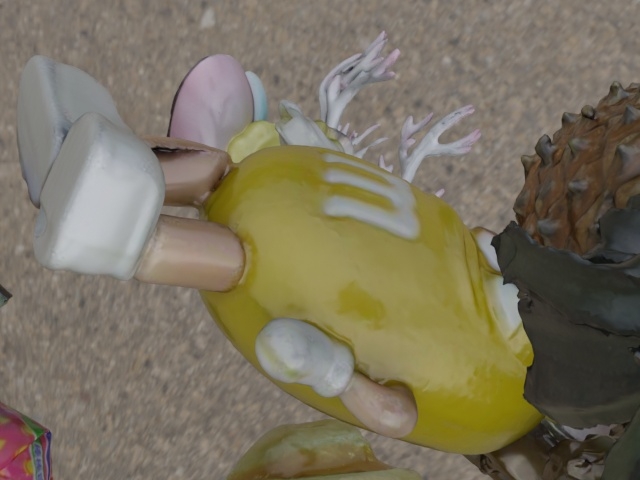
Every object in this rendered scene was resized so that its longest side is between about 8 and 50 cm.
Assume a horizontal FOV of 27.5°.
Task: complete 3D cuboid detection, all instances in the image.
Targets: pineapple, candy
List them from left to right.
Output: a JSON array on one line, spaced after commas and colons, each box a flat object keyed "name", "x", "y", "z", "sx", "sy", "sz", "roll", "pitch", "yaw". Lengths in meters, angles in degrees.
[{"name": "candy", "x": -0.389, "y": 0.212, "z": 1.098, "sx": 0.365, "sy": 0.124, "sz": 0.124, "roll": -6, "pitch": 71, "yaw": -44}, {"name": "pineapple", "x": 0.144, "y": 0.022, "z": 0.471, "sx": 0.165, "sy": 0.364, "sz": 0.165, "roll": 1, "pitch": 101, "yaw": 7}]

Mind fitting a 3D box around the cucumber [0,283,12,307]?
[{"name": "cucumber", "x": -0.477, "y": 0.020, "z": 1.600, "sx": 0.078, "sy": 0.062, "sz": 0.211, "roll": -45, "pitch": 100, "yaw": -13}]

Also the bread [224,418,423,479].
[{"name": "bread", "x": -0.009, "y": 0.415, "z": 1.765, "sx": 0.300, "sy": 0.210, "sz": 0.341, "roll": 7, "pitch": 93, "yaw": 13}]

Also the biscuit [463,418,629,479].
[{"name": "biscuit", "x": 0.224, "y": 0.179, "z": 0.984, "sx": 0.115, "sy": 0.366, "sz": 0.268, "roll": -48, "pitch": 113, "yaw": -7}]

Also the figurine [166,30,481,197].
[{"name": "figurine", "x": -0.013, "y": -0.117, "z": 1.520, "sx": 0.315, "sy": 0.206, "sz": 0.284, "roll": 35, "pitch": 91, "yaw": 32}]

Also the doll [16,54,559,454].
[{"name": "doll", "x": -0.021, "y": 0.003, "z": 0.891, "sx": 0.423, "sy": 0.161, "sz": 0.348, "roll": 3, "pitch": 42, "yaw": -50}]
